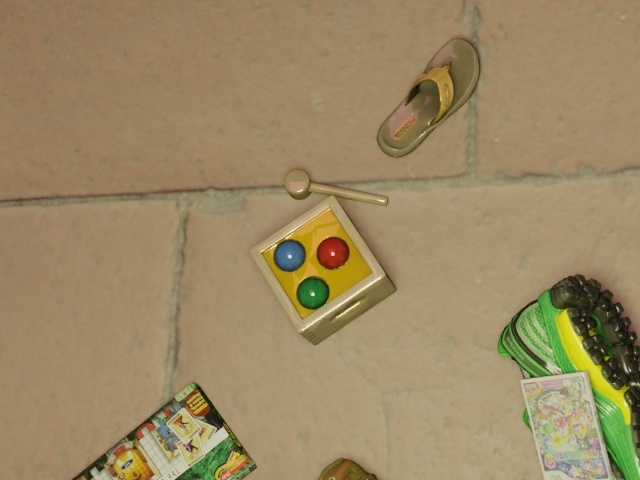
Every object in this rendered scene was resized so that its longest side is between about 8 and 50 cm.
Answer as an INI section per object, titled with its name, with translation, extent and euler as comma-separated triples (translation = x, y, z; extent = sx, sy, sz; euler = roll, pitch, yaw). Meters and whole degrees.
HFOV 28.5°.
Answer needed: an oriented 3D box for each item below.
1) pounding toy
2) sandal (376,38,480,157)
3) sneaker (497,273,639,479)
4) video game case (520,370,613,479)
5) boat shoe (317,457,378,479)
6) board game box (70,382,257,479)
[pounding toy]
translation = 0.005, -0.010, 1.574
extent = 0.181, 0.094, 0.206
euler = -34, 70, 3
[sandal]
translation = 0.138, -0.184, 1.615
extent = 0.072, 0.049, 0.180
euler = 40, 87, 21
[sneaker]
translation = 0.323, 0.217, 1.431
extent = 0.146, 0.134, 0.344
euler = -36, 72, 41
[video game case]
translation = 0.269, 0.207, 1.381
extent = 0.087, 0.011, 0.122
euler = -15, 88, 46
[boat shoe]
translation = -0.037, 0.392, 1.470
extent = 0.104, 0.111, 0.307
euler = 39, 76, 24
[board game box]
translation = -0.219, 0.310, 1.573
extent = 0.259, 0.030, 0.136
euler = -39, 71, 1
